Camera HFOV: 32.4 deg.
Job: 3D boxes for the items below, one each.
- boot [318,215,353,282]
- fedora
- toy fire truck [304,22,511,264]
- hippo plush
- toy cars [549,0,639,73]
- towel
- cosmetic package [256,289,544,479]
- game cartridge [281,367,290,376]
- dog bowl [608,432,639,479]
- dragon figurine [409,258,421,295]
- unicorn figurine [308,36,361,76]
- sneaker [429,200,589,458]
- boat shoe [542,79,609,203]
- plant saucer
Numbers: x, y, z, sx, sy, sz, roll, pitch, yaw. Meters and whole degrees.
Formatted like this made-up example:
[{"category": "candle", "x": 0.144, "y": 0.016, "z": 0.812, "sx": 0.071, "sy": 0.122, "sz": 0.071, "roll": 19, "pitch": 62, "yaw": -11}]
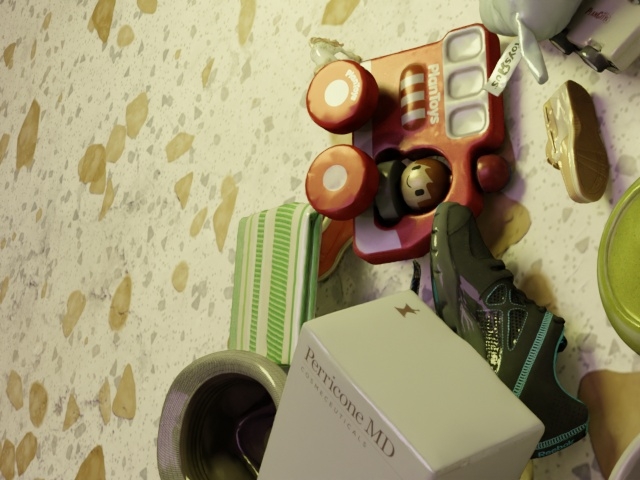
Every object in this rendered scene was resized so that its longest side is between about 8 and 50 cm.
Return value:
[{"category": "boot", "x": 0.000, "y": 0.000, "z": 1.645, "sx": 0.158, "sy": 0.084, "sz": 0.059, "roll": -53, "pitch": 43, "yaw": 30}, {"category": "fedora", "x": -0.095, "y": 0.280, "z": 1.544, "sx": 0.275, "sy": 0.124, "sz": 0.244, "roll": -8, "pitch": 73, "yaw": 43}, {"category": "toy fire truck", "x": 0.128, "y": -0.127, "z": 1.475, "sx": 0.253, "sy": 0.169, "sz": 0.302, "roll": -12, "pitch": 68, "yaw": 31}, {"category": "hippo plush", "x": 0.206, "y": -0.357, "z": 1.310, "sx": 0.294, "sy": 0.236, "sz": 0.234, "roll": -53, "pitch": 16, "yaw": -12}, {"category": "toy cars", "x": 0.405, "y": -0.259, "z": 1.198, "sx": 0.393, "sy": 0.087, "sz": 0.176, "roll": -20, "pitch": 37, "yaw": 51}, {"category": "towel", "x": -0.072, "y": 0.072, "z": 1.668, "sx": 0.325, "sy": 0.038, "sz": 0.248, "roll": 167, "pitch": 108, "yaw": -68}, {"category": "cosmetic package", "x": 0.053, "y": 0.307, "z": 1.244, "sx": 0.230, "sy": 0.161, "sz": 0.453, "roll": 46, "pitch": 135, "yaw": 36}, {"category": "game cartridge", "x": -0.015, "y": 0.301, "z": 1.581, "sx": 0.198, "sy": 0.062, "sz": 0.297, "roll": -31, "pitch": 54, "yaw": 38}, {"category": "dog bowl", "x": 0.397, "y": 0.294, "z": 0.995, "sx": 0.348, "sy": 0.102, "sz": 0.349, "roll": -23, "pitch": 60, "yaw": 46}, {"category": "dragon figurine", "x": 0.097, "y": 0.173, "z": 1.450, "sx": 0.289, "sy": 0.085, "sz": 0.144, "roll": -57, "pitch": 40, "yaw": 23}, {"category": "unicorn figurine", "x": 0.022, "y": -0.264, "z": 1.686, "sx": 0.060, "sy": 0.111, "sz": 0.162, "roll": -61, "pitch": 38, "yaw": 17}, {"category": "sneaker", "x": 0.213, "y": 0.101, "z": 1.305, "sx": 0.139, "sy": 0.125, "sz": 0.341, "roll": -13, "pitch": 62, "yaw": 3}, {"category": "boat shoe", "x": 0.298, "y": -0.109, "z": 1.312, "sx": 0.059, "sy": 0.063, "sz": 0.170, "roll": -36, "pitch": 41, "yaw": 44}, {"category": "plant saucer", "x": 0.383, "y": 0.014, "z": 1.171, "sx": 0.241, "sy": 0.037, "sz": 0.241, "roll": -23, "pitch": 60, "yaw": 48}]
